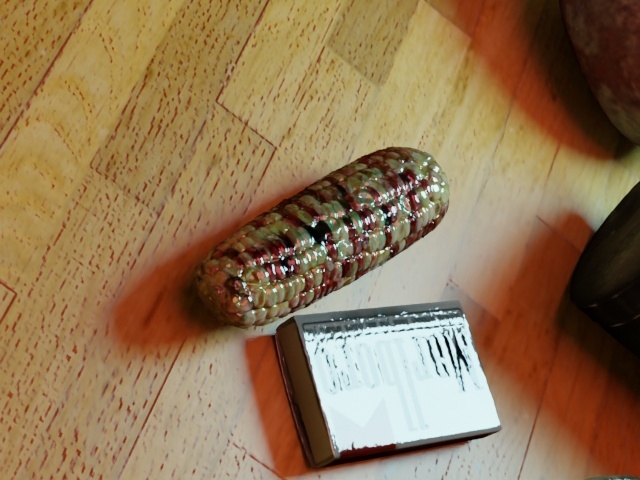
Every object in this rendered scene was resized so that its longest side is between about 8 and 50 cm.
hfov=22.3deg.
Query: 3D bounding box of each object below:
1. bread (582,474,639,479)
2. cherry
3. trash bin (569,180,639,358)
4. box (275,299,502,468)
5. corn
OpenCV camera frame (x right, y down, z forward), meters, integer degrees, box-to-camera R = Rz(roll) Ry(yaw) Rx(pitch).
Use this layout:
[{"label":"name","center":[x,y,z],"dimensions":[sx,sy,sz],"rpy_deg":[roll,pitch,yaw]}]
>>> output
[{"label":"bread","center":[0.261,0.234,1.351],"dimensions":[0.214,0.053,0.073],"rpy_deg":[10,67,-37]},{"label":"cherry","center":[0.333,-0.227,1.521],"dimensions":[0.236,0.213,0.285],"rpy_deg":[2,78,-36]},{"label":"trash bin","center":[0.396,0.072,1.412],"dimensions":[0.301,0.252,0.203],"rpy_deg":[40,52,-9]},{"label":"box","center":[0.054,0.109,1.263],"dimensions":[0.178,0.036,0.115],"rpy_deg":[-3,71,-39]},{"label":"corn","center":[0.000,0.000,1.244],"dimensions":[0.253,0.086,0.086],"rpy_deg":[-31,89,-40]}]
